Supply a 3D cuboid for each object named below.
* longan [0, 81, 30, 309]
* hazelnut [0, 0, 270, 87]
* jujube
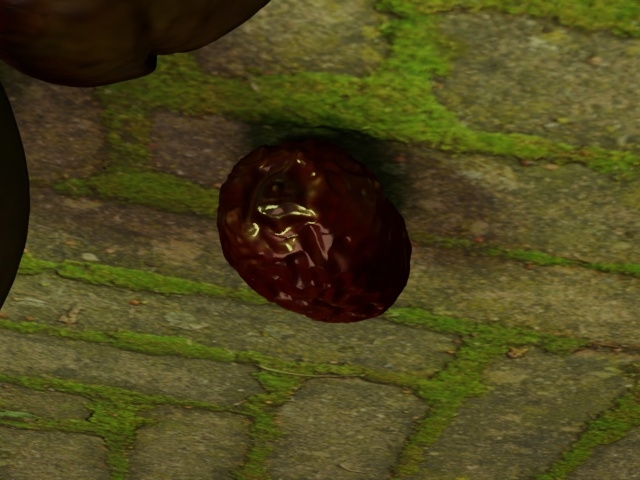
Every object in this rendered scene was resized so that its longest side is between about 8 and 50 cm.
[{"bbox_3d":[-0.300,-0.034,0.813,0.288,0.288,0.350,10,145,-7],"label":"longan"},{"bbox_3d":[-0.094,-0.171,0.568,0.208,0.208,0.208,5,156,2],"label":"hazelnut"},{"bbox_3d":[0.000,0.000,0.994,0.112,0.109,0.176,33,172,29],"label":"jujube"}]
